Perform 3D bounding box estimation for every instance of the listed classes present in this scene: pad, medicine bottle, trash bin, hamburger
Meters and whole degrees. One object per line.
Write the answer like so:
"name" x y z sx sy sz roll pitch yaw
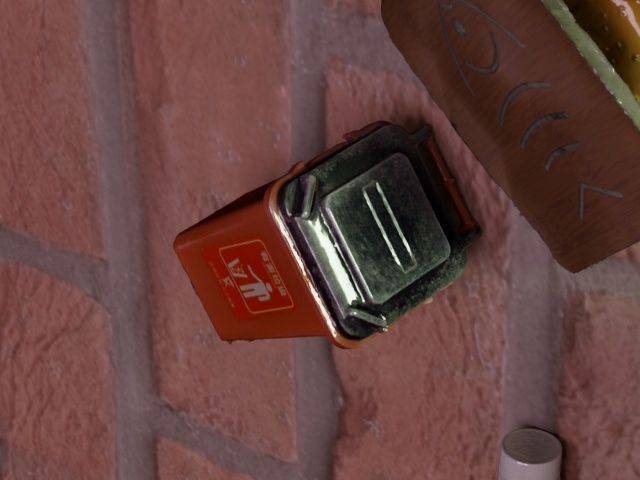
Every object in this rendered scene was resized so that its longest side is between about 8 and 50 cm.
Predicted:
"pad" 0.158 -0.110 1.518 0.284 0.018 0.286 53 163 2
"medicine bottle" 0.186 0.219 1.744 0.057 0.057 0.089 21 125 30
"trash bin" 0.000 0.000 1.707 0.239 0.184 0.161 -14 105 55
"hamburger" 0.217 -0.164 1.480 0.138 0.083 0.147 5 121 38
